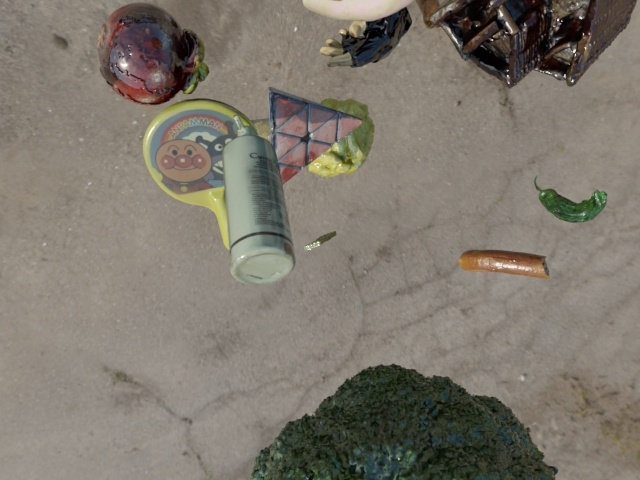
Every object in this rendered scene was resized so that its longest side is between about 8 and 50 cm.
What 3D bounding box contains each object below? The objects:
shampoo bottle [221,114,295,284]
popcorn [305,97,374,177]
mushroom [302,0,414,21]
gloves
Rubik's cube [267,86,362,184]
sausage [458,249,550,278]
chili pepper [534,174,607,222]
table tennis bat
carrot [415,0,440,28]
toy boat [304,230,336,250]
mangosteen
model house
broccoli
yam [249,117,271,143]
[{"bbox_3d":[-0.095,-0.067,0.672,0.085,0.263,0.085,-8,145,-6],"label":"shampoo bottle"},{"bbox_3d":[0.044,-0.297,1.370,0.256,0.255,0.195,-42,147,14],"label":"popcorn"},{"bbox_3d":[0.078,-0.405,0.754,0.162,0.236,0.173,36,143,-4],"label":"mushroom"},{"bbox_3d":[0.093,-0.424,0.991,0.124,0.164,0.203,40,85,5],"label":"gloves"},{"bbox_3d":[-0.079,-0.223,0.909,0.211,0.178,0.190,9,126,-42],"label":"Rubik's cube"},{"bbox_3d":[0.590,0.073,1.537,0.103,0.302,0.076,31,71,-47],"label":"sausage"},{"bbox_3d":[0.725,-0.114,1.401,0.065,0.279,0.122,-9,108,-17],"label":"chili pepper"},{"bbox_3d":[-0.216,-0.114,0.959,0.224,0.054,0.369,-12,133,-2],"label":"table tennis bat"},{"bbox_3d":[0.247,-0.549,1.086,0.059,0.248,0.059,1,137,1],"label":"carrot"},{"bbox_3d":[0.000,0.000,1.404,0.063,0.115,0.016,-21,95,30],"label":"toy boat"},{"bbox_3d":[-0.269,-0.303,0.779,0.180,0.166,0.166,-2,111,-32],"label":"mangosteen"},{"bbox_3d":[0.440,-0.422,0.882,0.317,0.297,0.282,-44,111,-9],"label":"model house"},{"bbox_3d":[0.090,0.265,0.459,0.303,0.321,0.284,-19,82,39],"label":"broccoli"},{"bbox_3d":[-0.135,-0.272,1.221,0.259,0.093,0.093,6,115,39],"label":"yam"}]
